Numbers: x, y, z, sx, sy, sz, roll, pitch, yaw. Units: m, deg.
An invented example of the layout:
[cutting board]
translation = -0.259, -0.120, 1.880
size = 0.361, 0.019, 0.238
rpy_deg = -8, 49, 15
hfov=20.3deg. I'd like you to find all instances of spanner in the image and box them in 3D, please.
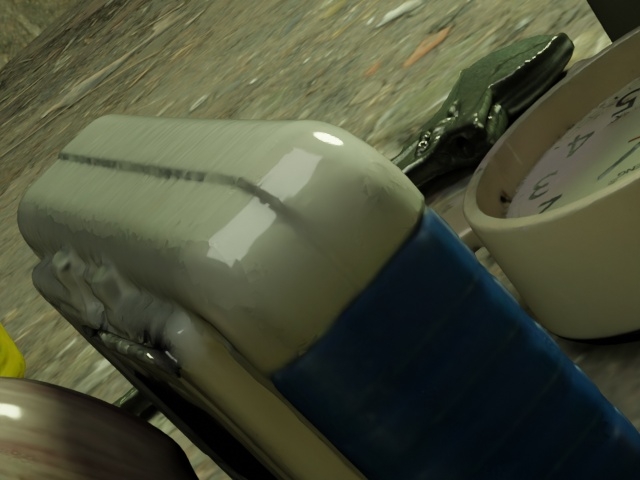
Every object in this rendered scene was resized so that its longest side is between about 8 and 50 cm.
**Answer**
[spanner]
translation = 0.000, 0.000, 0.915
size = 0.325, 0.026, 0.093
rpy_deg = -39, 15, 5

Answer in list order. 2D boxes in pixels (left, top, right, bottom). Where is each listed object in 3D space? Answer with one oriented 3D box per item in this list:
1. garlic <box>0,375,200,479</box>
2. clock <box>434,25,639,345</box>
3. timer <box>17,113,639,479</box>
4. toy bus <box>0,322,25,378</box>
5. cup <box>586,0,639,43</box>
[garlic]
translation = -0.082, 0.160, 0.525
size = 0.257, 0.207, 0.207
rpy_deg = 27, 63, 34
[clock]
translation = 0.131, -0.030, 0.652
size = 0.229, 0.063, 0.155
rpy_deg = -26, 19, 33
[timer]
translation = -0.002, 0.045, 0.536
size = 0.078, 0.178, 0.253
rpy_deg = -48, 17, -10
[toy bus]
translation = -0.418, 0.110, 1.208
size = 0.440, 0.209, 0.249
rpy_deg = -19, 25, 49
[cup]
translation = 0.130, -0.219, 0.741
size = 0.203, 0.288, 0.203
rpy_deg = -35, 18, 14
